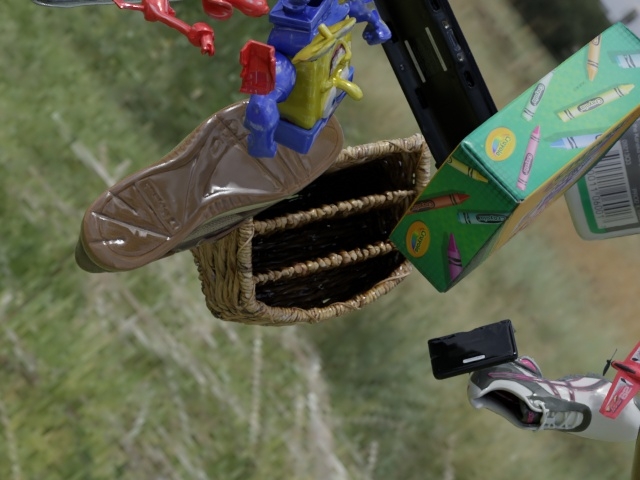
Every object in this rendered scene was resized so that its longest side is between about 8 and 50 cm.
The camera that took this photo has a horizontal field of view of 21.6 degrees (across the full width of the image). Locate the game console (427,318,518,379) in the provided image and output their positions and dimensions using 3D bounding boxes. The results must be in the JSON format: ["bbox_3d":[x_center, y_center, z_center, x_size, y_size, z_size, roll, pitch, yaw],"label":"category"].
[{"bbox_3d":[0.219,0.160,2.362,0.107,0.122,0.071,-97,167,-46],"label":"game console"}]

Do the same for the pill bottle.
[{"bbox_3d":[0.472,-0.125,2.015,0.204,0.361,0.204,-10,90,-75],"label":"pill bottle"}]

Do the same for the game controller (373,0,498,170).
[{"bbox_3d":[0.129,-0.219,1.970,0.319,0.067,0.166,65,-27,-2],"label":"game controller"}]

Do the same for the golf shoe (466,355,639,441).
[{"bbox_3d":[0.341,0.246,2.430,0.273,0.105,0.120,17,32,12],"label":"golf shoe"}]

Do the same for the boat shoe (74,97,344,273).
[{"bbox_3d":[-0.130,-0.057,1.894,0.123,0.342,0.123,55,-26,2],"label":"boat shoe"}]

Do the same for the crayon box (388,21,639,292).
[{"bbox_3d":[0.205,-0.082,1.614,0.081,0.165,0.278,46,52,9],"label":"crayon box"}]

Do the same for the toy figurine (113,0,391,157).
[{"bbox_3d":[-0.029,-0.191,1.480,0.217,0.191,0.362,94,18,-44],"label":"toy figurine"}]

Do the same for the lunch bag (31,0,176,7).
[{"bbox_3d":[-0.215,-0.363,1.906,0.235,0.287,0.169,-114,-171,-64],"label":"lunch bag"}]

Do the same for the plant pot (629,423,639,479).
[{"bbox_3d":[0.402,0.238,1.644,0.237,0.237,0.254,-107,-175,-66],"label":"plant pot"}]

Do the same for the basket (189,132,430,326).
[{"bbox_3d":[0.000,0.000,2.260,0.223,0.299,0.213,-21,-98,59],"label":"basket"}]

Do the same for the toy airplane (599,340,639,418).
[{"bbox_3d":[0.458,0.193,2.334,0.028,0.151,0.151,41,14,-45],"label":"toy airplane"}]
